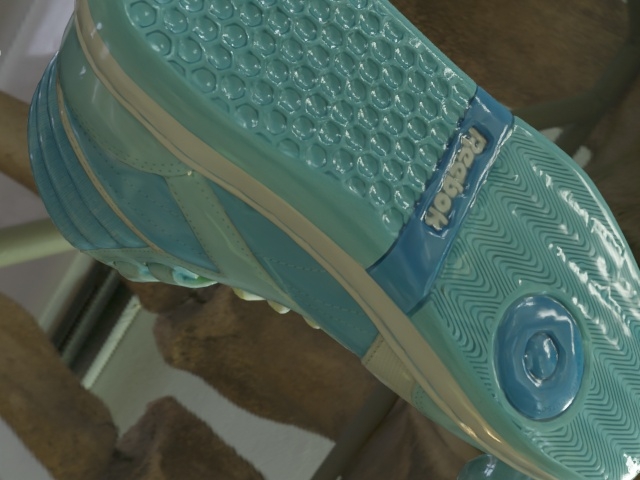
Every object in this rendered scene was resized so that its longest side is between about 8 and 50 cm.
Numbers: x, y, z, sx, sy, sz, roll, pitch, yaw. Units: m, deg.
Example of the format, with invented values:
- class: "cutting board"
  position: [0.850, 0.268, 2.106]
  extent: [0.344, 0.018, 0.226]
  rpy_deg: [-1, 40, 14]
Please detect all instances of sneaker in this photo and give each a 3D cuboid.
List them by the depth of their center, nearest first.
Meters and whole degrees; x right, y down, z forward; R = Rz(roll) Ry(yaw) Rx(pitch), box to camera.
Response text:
- class: "sneaker"
  position: [0.000, 0.000, 0.465]
  extent: [0.319, 0.127, 0.208]
  rpy_deg: [46, -31, -14]

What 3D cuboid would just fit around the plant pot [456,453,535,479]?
- class: "plant pot"
  position: [0.188, 0.337, 0.867]
  extent: [0.272, 0.255, 0.271]
  rpy_deg: [14, -37, 11]
